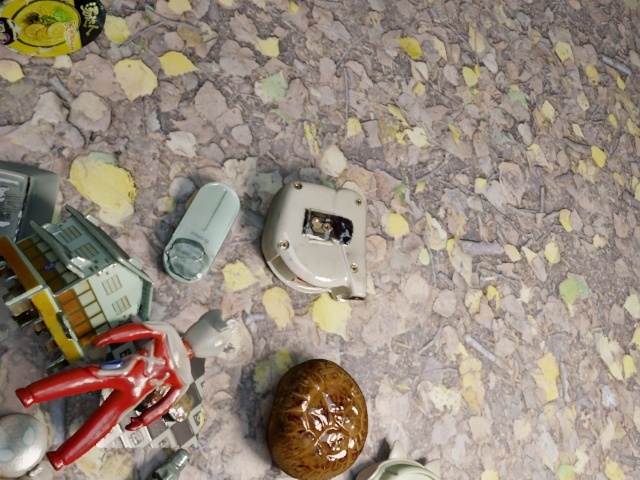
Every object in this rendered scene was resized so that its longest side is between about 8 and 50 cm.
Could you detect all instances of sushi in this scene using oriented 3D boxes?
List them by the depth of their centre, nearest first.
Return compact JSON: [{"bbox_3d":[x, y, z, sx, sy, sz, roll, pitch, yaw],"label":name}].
[{"bbox_3d":[-0.297,0.278,1.127,0.231,0.047,0.219,22,63,-47],"label":"sushi"}]

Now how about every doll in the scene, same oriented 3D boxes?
[{"bbox_3d":[-0.305,0.226,1.034,0.384,0.099,0.188,-24,112,-31],"label":"doll"}]

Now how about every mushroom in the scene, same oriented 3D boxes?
[{"bbox_3d":[-0.003,0.378,1.255,0.253,0.153,0.253,10,74,-36],"label":"mushroom"}]

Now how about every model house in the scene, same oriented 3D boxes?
[{"bbox_3d":[-0.439,0.073,1.041,0.215,0.224,0.198,-31,135,-29],"label":"model house"}]

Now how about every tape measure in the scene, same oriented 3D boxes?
[{"bbox_3d":[0.000,0.000,1.382,0.265,0.130,0.258,11,72,-26],"label":"tape measure"}]

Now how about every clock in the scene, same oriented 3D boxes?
[{"bbox_3d":[0.179,0.615,1.300,0.265,0.109,0.324,29,62,-18],"label":"clock"}]

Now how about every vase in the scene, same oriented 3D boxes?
[{"bbox_3d":[-0.318,0.474,1.099,0.060,0.060,0.211,46,58,-9],"label":"vase"}]

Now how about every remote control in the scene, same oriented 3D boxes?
[{"bbox_3d":[-0.256,-0.018,1.289,0.104,0.052,0.247,33,62,-15],"label":"remote control"}]

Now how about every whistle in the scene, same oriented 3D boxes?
[{"bbox_3d":[-0.506,0.386,1.027,0.107,0.057,0.220,-40,100,-46],"label":"whistle"}]

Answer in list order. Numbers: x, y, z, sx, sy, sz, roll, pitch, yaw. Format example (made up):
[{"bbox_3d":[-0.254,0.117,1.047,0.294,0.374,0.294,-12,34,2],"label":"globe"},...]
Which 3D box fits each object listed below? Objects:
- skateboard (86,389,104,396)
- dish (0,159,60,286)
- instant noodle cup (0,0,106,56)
[{"bbox_3d":[-0.393,0.281,1.102,0.064,0.083,0.032,32,61,-18],"label":"skateboard"},{"bbox_3d":[-0.592,-0.045,1.097,0.182,0.080,0.243,12,69,-25],"label":"dish"},{"bbox_3d":[-0.573,-0.524,1.198,0.216,0.215,0.236,-16,74,-32],"label":"instant noodle cup"}]
